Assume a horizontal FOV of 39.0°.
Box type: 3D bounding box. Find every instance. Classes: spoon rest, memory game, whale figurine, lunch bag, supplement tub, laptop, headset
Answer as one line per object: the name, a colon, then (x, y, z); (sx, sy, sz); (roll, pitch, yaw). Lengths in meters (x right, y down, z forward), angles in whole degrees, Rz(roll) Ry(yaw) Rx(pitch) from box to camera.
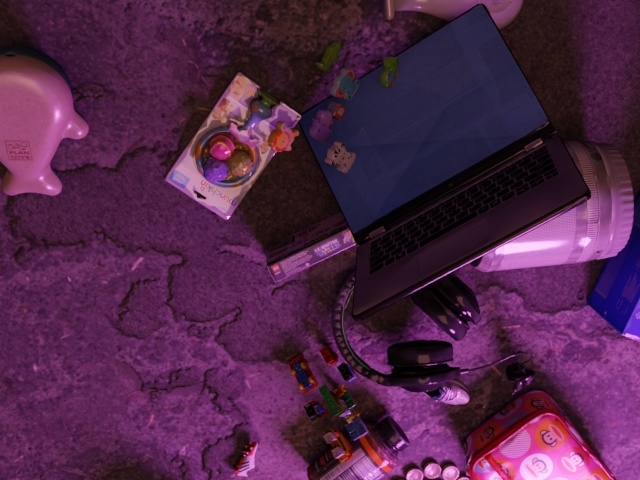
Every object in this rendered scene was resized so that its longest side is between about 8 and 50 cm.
spoon rest: (0.227, -0.423, 1.557); (0.276, 0.084, 0.137); (-9, 109, -17)
memory game: (0.230, 0.538, 1.866); (0.186, 0.012, 0.186); (-2, 107, -6)
whale figurine: (-0.499, -0.202, 1.527); (0.216, 0.141, 0.272); (-1, 131, -5)
lunch bag: (0.428, 0.473, 1.819); (0.258, 0.120, 0.293); (-39, 105, 10)
supplement tub: (0.077, 0.429, 1.770); (0.198, 0.106, 0.106); (-38, 106, 5)
laptop: (0.162, -0.137, 1.419); (0.382, 0.408, 0.236); (-30, 109, 17)
headset: (0.215, 0.178, 1.705); (0.394, 0.185, 0.243); (23, 90, 5)

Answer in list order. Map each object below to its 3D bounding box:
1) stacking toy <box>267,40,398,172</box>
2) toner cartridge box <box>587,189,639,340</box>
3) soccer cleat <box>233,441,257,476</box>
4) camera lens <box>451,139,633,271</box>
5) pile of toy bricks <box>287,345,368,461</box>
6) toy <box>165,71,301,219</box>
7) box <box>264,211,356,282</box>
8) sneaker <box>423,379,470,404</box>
stacking toy: (0.021, -0.229, 1.517); (0.052, 0.167, 0.221); (31, 86, -47)
toner cartridge box: (0.625, 0.002, 1.669); (0.075, 0.165, 0.347); (18, 104, -11)
soccer cleat: (-0.141, 0.433, 1.790); (0.036, 0.029, 0.083); (25, 106, -21)
camera lens: (0.379, -0.063, 1.595); (0.274, 0.219, 0.219); (-5, 107, -4)
pile of toy bricks: (0.034, 0.305, 1.729); (0.118, 0.105, 0.212); (-34, 69, 10)
toy: (-0.155, -0.160, 1.596); (0.137, 0.056, 0.237); (34, 100, -13)
box: (0.000, 0.000, 1.630); (0.207, 0.114, 0.036); (-25, 108, 2)
sneaker: (0.234, 0.297, 1.771); (0.135, 0.058, 0.052); (22, 103, -12)
